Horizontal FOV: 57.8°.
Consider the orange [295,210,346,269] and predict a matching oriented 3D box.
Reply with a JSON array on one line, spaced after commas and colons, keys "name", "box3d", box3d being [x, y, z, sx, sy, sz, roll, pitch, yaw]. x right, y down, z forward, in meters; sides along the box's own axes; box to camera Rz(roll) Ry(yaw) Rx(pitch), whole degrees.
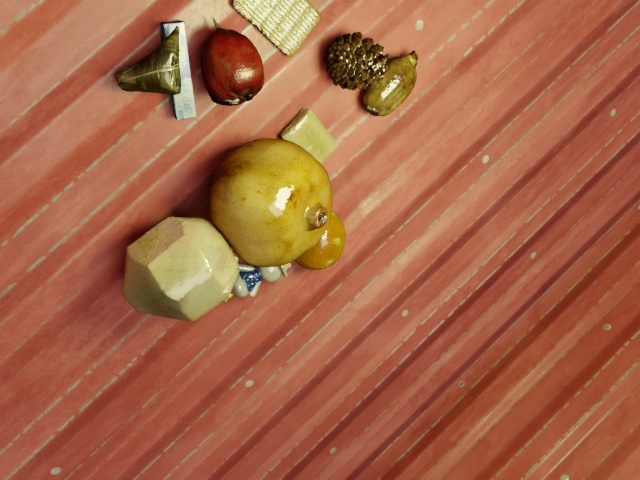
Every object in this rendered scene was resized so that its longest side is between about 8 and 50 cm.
[{"name": "orange", "box3d": [0.002, 0.004, 2.093, 0.179, 0.158, 0.237, 10, 108, -31]}]

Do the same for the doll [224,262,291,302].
[{"name": "doll", "box3d": [-0.227, 0.120, 2.057, 0.293, 0.119, 0.138, -29, 108, -9]}]

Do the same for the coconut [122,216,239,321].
[{"name": "coconut", "box3d": [-0.441, 0.102, 1.786, 0.353, 0.352, 0.352, -13, 119, -24]}]

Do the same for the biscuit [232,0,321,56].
[{"name": "biscuit", "box3d": [-0.131, -0.698, 1.754, 0.254, 0.029, 0.172, 35, 94, -37]}]

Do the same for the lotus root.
[{"name": "lotus root", "box3d": [0.248, -0.538, 1.982, 0.260, 0.128, 0.145, -53, 153, 2]}]

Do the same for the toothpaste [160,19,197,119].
[{"name": "toothpaste", "box3d": [-0.411, -0.490, 1.682, 0.066, 0.053, 0.272, -14, 119, -23]}]

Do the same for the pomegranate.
[{"name": "pomegranate", "box3d": [-0.145, -0.111, 1.804, 0.417, 0.417, 0.416, -13, 119, -24]}]

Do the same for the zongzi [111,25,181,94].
[{"name": "zongzi", "box3d": [-0.478, -0.498, 1.593, 0.187, 0.084, 0.184, 2, 108, -4]}]

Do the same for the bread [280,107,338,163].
[{"name": "bread", "box3d": [-0.038, -0.342, 1.962, 0.139, 0.060, 0.178, -45, 126, -5]}]

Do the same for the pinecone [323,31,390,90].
[{"name": "pinecone", "box3d": [0.116, -0.579, 1.865, 0.205, 0.179, 0.184, -21, 80, -40]}]

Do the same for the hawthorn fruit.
[{"name": "hawthorn fruit", "box3d": [-0.263, -0.521, 1.689, 0.190, 0.189, 0.251, -19, 102, -21]}]
